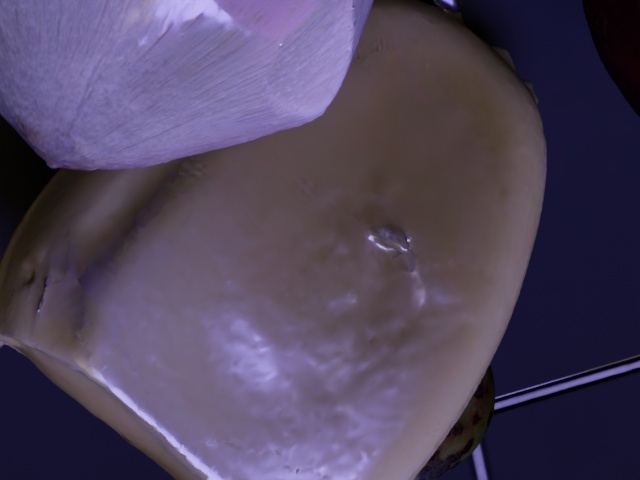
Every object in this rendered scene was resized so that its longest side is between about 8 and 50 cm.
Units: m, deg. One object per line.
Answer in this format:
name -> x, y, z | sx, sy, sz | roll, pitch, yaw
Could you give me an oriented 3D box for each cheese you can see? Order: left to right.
cheese -> 0.000, 0.000, 0.775 | 0.259, 0.128, 0.316 | 46, 74, -23

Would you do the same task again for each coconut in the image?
coconut -> -0.074, -0.139, 0.625 | 0.224, 0.224, 0.234 | 48, 66, -37

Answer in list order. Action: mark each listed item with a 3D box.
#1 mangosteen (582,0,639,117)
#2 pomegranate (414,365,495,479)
mangosteen -> 0.276, -0.162, 0.681 | 0.330, 0.330, 0.330 | -7, 129, -9
pomegranate -> 0.028, 0.106, 0.929 | 0.148, 0.148, 0.169 | 28, 130, -31
